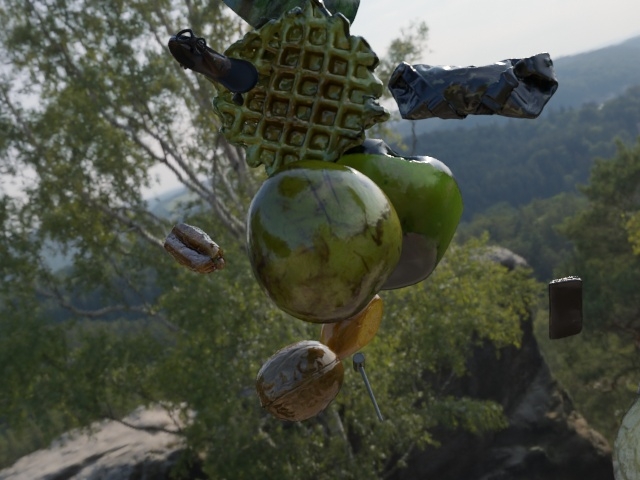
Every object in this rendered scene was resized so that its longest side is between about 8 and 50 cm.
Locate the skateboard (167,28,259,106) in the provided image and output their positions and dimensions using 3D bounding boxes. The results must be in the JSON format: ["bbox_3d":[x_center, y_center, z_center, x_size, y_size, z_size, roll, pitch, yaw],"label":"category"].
[{"bbox_3d":[-0.168,-0.277,1.003,0.067,0.151,0.080,-64,10,-9],"label":"skateboard"}]

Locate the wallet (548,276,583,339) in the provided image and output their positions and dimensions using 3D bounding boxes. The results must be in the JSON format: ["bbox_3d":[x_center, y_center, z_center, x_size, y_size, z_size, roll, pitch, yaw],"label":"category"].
[{"bbox_3d":[0.571,0.159,1.506,0.082,0.156,0.018,-12,23,-3],"label":"wallet"}]

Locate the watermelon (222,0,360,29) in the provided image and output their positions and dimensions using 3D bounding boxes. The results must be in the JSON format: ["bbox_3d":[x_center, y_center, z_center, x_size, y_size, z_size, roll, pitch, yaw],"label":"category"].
[{"bbox_3d":[-0.056,-0.493,1.369,0.213,0.262,0.201,-45,4,6],"label":"watermelon"}]

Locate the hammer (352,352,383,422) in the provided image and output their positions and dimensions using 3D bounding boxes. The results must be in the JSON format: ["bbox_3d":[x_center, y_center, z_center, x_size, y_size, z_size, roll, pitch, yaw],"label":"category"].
[{"bbox_3d":[0.076,0.227,0.990,0.019,0.110,0.035,-18,-34,-8],"label":"hammer"}]

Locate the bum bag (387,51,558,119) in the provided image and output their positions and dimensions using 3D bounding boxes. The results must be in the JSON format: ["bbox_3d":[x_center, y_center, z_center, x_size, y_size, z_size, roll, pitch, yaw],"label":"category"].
[{"bbox_3d":[0.218,-0.223,0.951,0.248,0.102,0.069,2,-7,25],"label":"bum bag"}]

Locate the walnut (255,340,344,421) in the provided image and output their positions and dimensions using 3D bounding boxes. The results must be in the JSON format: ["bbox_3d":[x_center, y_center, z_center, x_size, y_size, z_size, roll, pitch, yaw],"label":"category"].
[{"bbox_3d":[-0.047,0.317,1.455,0.207,0.167,0.167,-33,7,-3],"label":"walnut"}]

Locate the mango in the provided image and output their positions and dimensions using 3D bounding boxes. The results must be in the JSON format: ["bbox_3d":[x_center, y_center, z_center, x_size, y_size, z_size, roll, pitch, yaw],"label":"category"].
[{"bbox_3d":[0.073,0.220,1.676,0.102,0.141,0.217,13,53,41],"label":"mango"}]

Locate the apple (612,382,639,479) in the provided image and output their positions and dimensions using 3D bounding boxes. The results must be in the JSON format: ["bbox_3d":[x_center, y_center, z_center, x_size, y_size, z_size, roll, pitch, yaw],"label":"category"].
[{"bbox_3d":[0.529,0.254,0.834,0.163,0.293,0.251,25,11,1],"label":"apple"}]

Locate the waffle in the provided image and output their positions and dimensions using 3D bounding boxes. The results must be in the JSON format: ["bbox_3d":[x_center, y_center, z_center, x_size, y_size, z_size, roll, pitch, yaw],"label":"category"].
[{"bbox_3d":[-0.042,-0.269,1.183,0.317,0.297,0.073,-33,0,5],"label":"waffle"}]

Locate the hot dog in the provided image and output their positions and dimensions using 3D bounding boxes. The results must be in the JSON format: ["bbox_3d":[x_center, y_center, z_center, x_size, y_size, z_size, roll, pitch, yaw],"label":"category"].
[{"bbox_3d":[-0.189,0.014,0.976,0.144,0.038,0.062,26,73,46],"label":"hot dog"}]

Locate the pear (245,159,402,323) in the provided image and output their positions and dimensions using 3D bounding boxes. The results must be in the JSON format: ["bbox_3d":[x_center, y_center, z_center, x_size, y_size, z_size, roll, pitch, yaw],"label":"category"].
[{"bbox_3d":[0.000,0.000,1.110,0.284,0.283,0.283,-18,6,2],"label":"pear"}]

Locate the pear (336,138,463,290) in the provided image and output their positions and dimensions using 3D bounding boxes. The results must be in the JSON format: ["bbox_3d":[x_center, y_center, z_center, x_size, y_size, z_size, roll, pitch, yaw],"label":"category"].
[{"bbox_3d":[0.110,-0.019,1.372,0.399,0.399,0.165,-16,48,20],"label":"pear"}]
